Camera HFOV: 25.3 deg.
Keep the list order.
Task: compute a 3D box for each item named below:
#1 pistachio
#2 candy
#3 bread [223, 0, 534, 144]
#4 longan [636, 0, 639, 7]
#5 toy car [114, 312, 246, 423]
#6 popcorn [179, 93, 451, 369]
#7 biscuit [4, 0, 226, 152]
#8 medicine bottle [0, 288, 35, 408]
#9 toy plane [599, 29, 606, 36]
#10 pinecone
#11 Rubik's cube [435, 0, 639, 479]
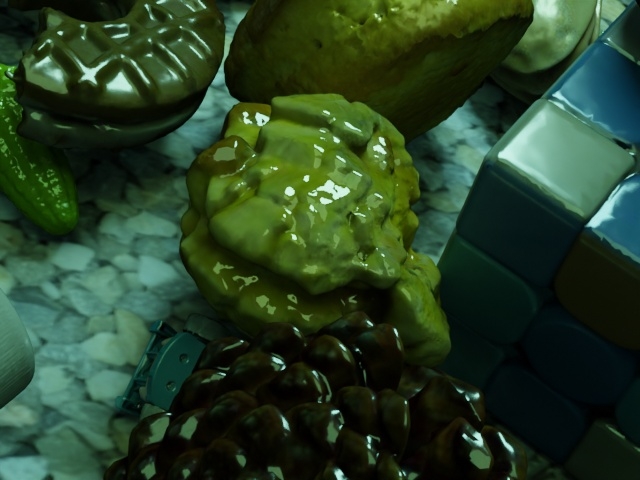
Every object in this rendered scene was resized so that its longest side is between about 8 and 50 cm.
[{"bbox_3d":[0.270,-0.303,1.808,0.181,0.162,0.293,-12,48,20],"label":"pistachio"},{"bbox_3d":[-0.321,-0.093,1.543,0.096,0.097,0.209,-22,69,-28],"label":"candy"},{"bbox_3d":[0.076,-0.232,1.587,0.336,0.358,0.204,-30,77,-34],"label":"bread"},{"bbox_3d":[0.402,-0.272,1.391,0.212,0.198,0.198,20,49,25],"label":"longan"},{"bbox_3d":[-0.114,0.154,1.435,0.161,0.098,0.126,32,73,-30],"label":"toy car"},{"bbox_3d":[0.000,0.000,1.384,0.332,0.225,0.265,51,39,9],"label":"popcorn"},{"bbox_3d":[-0.243,-0.247,1.584,0.268,0.115,0.366,4,48,-27],"label":"biscuit"},{"bbox_3d":[-0.434,0.156,1.253,0.208,0.208,0.339,40,55,14],"label":"medicine bottle"},{"bbox_3d":[0.338,-0.271,1.887,0.102,0.040,0.111,4,50,10],"label":"toy plane"},{"bbox_3d":[0.010,0.262,1.230,0.397,0.398,0.398,8,54,-11],"label":"pinecone"},{"bbox_3d":[0.341,0.019,1.489,0.346,0.344,0.347,35,52,12],"label":"Rubik's cube"}]
